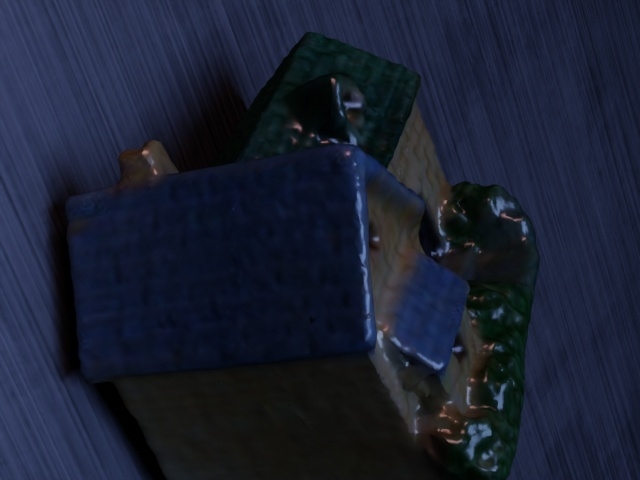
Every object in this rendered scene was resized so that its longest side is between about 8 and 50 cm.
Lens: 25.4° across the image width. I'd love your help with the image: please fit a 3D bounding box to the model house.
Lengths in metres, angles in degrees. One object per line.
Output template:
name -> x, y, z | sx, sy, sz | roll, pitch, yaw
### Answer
model house -> 0.000, 0.000, 1.312 | 0.342, 0.335, 0.382 | 64, 31, -30
